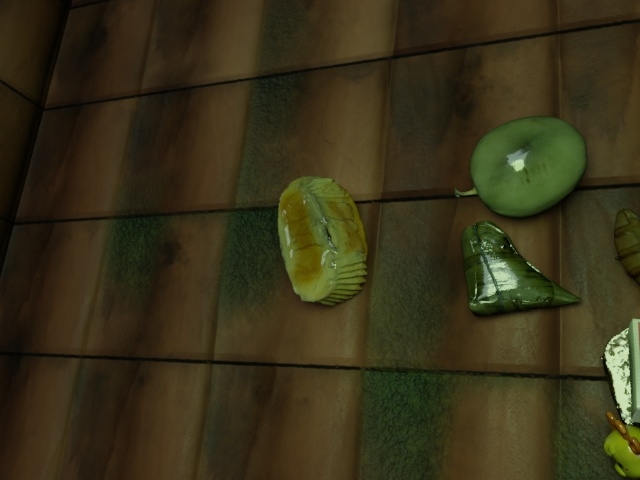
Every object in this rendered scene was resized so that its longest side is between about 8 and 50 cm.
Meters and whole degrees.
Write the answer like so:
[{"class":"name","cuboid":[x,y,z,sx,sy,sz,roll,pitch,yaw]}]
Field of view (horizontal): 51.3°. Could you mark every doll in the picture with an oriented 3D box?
[{"class":"doll","cuboid":[0.694,0.459,1.427,0.135,0.143,0.221,-40,93,9]}]

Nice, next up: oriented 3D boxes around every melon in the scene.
[{"class":"melon","cuboid":[0.527,-0.191,1.720,0.308,0.272,0.272,-45,60,-4]}]

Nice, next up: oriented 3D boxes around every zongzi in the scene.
[{"class":"zongzi","cuboid":[0.506,0.058,1.707,0.275,0.125,0.250,-9,74,18]}]

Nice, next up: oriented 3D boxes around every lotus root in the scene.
[{"class":"lotus root","cuboid":[0.745,0.288,1.542,0.260,0.074,0.170,-46,59,4]}]

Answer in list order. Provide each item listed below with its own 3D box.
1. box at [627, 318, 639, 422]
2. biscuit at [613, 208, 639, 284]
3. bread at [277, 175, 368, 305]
[{"class":"box","cuboid":[0.824,0.281,1.385,0.331,0.095,0.210,2,57,17]},{"class":"biscuit","cuboid":[0.859,0.016,1.507,0.366,0.115,0.268,-25,69,46]},{"class":"bread","cuboid":[0.010,-0.003,1.936,0.236,0.183,0.388,-21,69,33]}]
